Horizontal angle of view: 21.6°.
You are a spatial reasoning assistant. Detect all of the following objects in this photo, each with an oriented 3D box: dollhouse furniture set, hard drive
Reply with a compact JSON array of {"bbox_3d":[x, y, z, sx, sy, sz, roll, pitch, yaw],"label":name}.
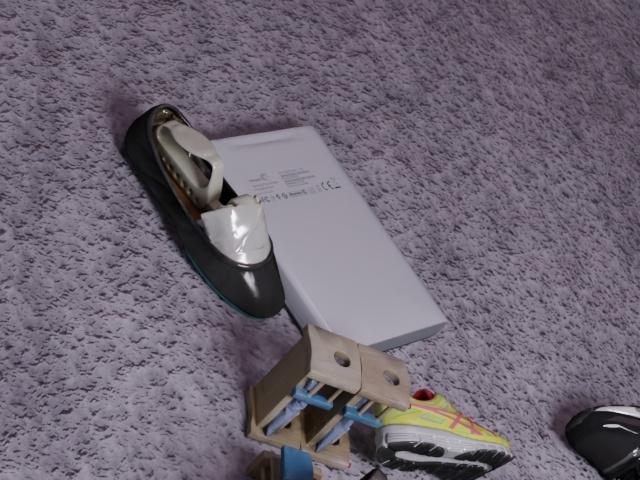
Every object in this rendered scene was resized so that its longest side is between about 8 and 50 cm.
[{"bbox_3d":[0.011,0.211,1.728,0.129,0.129,0.183,22,41,-25],"label":"dollhouse furniture set"},{"bbox_3d":[0.000,0.000,2.000,0.203,0.040,0.307,-13,63,-47],"label":"hard drive"}]

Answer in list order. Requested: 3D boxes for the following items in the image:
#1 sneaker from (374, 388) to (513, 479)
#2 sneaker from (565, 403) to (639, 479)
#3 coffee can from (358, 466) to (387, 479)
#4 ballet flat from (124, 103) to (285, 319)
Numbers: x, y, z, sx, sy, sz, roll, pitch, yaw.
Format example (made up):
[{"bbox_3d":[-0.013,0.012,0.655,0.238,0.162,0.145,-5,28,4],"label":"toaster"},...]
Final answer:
[{"bbox_3d":[0.137,0.209,1.861,0.208,0.081,0.094,22,43,-44],"label":"sneaker"},{"bbox_3d":[0.419,0.302,2.028,0.283,0.107,0.124,29,45,-17],"label":"sneaker"},{"bbox_3d":[0.077,0.379,1.561,0.275,0.201,0.201,45,37,4],"label":"coffee can"},{"bbox_3d":[-0.125,-0.039,1.880,0.095,0.096,0.280,-28,73,-40],"label":"ballet flat"}]
